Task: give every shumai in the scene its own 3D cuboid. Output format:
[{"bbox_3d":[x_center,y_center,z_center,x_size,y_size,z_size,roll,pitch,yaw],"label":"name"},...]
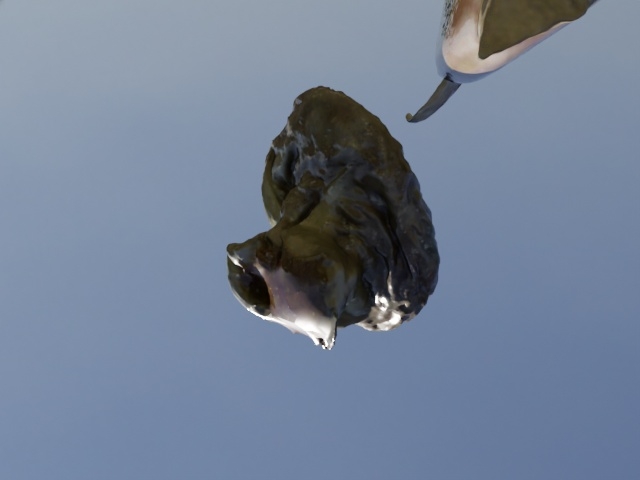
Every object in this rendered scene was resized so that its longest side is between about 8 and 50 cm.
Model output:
[{"bbox_3d":[0.000,0.000,1.053,0.161,0.209,0.153,31,-121,26],"label":"shumai"}]

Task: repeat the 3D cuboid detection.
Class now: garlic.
[{"bbox_3d":[0.123,-0.158,0.899,0.148,0.128,0.266,-23,170,-7],"label":"garlic"}]
